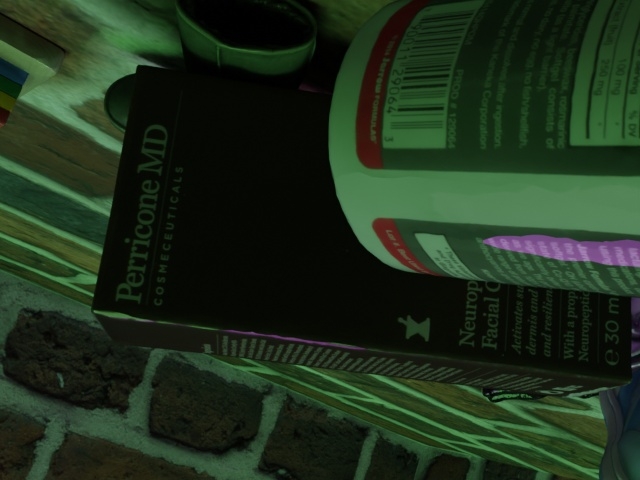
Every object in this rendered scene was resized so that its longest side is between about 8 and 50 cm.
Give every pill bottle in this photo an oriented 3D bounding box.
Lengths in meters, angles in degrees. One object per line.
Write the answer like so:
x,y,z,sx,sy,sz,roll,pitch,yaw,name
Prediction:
0.176,-0.056,0.457,0.319,0.176,0.176,6,160,41,pill bottle

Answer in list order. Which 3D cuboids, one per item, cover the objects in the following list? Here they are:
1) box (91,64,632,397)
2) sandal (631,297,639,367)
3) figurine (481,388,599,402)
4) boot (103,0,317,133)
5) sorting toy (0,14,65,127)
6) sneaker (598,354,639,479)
0.036,0.001,0.669,0.382,0.191,0.143,7,164,-4,box
0.290,0.085,0.869,0.169,0.102,0.416,20,156,-3,sandal
0.316,0.178,1.290,0.209,0.092,0.215,-4,153,38,figurine
-0.099,-0.134,0.698,0.190,0.076,0.208,4,171,0,boot
-0.428,-0.188,0.867,0.255,0.089,0.257,28,162,-30,sorting toy
0.400,0.156,0.919,0.127,0.208,0.319,30,-152,3,sneaker
